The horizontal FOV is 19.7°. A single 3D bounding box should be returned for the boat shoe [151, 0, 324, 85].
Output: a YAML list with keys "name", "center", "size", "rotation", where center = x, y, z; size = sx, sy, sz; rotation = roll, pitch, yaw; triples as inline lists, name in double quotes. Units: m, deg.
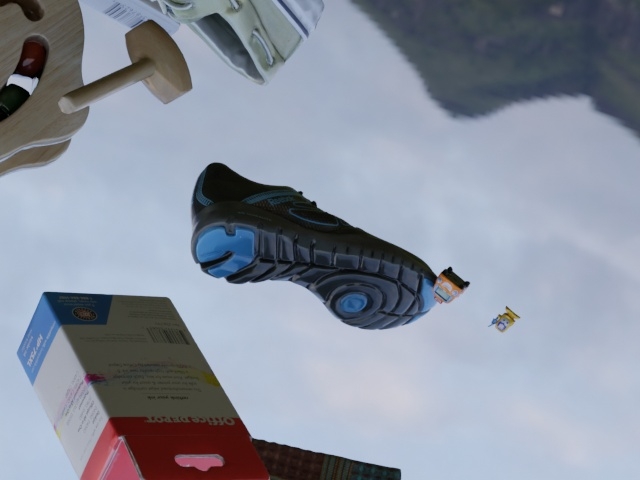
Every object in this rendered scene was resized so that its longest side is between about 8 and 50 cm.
- name: "boat shoe"
  center: [-0.099, -0.227, 1.543]
  size: [0.109, 0.094, 0.302]
  rotation: [17, 168, 40]

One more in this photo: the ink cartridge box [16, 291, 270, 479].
- name: "ink cartridge box"
  center: [-0.153, 0.147, 1.572]
  size: [0.134, 0.078, 0.231]
  rotation: [4, -143, -37]

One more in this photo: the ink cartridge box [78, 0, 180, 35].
- name: "ink cartridge box"
  center: [-0.323, -0.463, 2.535]
  size: [0.303, 0.072, 0.307]
  rotation: [25, -134, -37]

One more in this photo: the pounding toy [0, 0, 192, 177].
- name: "pounding toy"
  center: [-0.235, -0.133, 1.306]
  size: [0.269, 0.154, 0.155]
  rotation: [-23, 174, -23]

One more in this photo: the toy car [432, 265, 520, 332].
- name: "toy car"
  center: [0.182, 0.079, 2.195]
  size: [0.122, 0.040, 0.060]
  rotation: [37, -167, -9]

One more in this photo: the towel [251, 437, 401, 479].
- name: "towel"
  center: [-0.045, 0.382, 2.146]
  size: [0.271, 0.040, 0.370]
  rotation: [13, -137, -3]

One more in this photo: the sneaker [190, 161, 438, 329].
- name: "sneaker"
  center: [0.000, 0.000, 2.196]
  size: [0.340, 0.125, 0.140]
  rotation: [22, -144, -28]
